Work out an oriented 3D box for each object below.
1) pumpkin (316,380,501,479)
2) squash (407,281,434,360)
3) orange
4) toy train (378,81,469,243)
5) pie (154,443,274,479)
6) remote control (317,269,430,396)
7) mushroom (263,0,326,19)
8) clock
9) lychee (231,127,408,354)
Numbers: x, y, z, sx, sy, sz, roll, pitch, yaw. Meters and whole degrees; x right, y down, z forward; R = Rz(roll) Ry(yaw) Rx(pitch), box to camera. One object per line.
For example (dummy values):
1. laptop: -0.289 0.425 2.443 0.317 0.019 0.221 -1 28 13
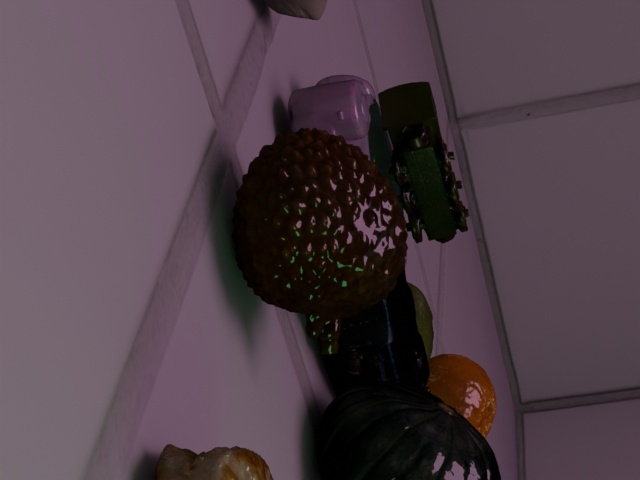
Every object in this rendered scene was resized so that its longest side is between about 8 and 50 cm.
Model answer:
1. pumpkin: 0.095 0.283 1.606 0.250 0.216 0.250 50 1 -1
2. squash: 0.112 0.123 1.963 0.370 0.118 0.118 -58 138 -74
3. orange: 0.198 0.266 2.115 0.177 0.155 0.177 -52 160 -27
4. toy train: 0.144 -0.099 1.824 0.225 0.090 0.137 69 12 -48
5. pie: -0.082 0.255 1.063 0.205 0.084 0.178 61 24 -61
6. remote control: 0.047 0.094 1.639 0.398 0.145 0.062 71 16 -47
7. mushroom: -0.051 -0.350 1.642 0.212 0.088 0.097 54 19 -51
8. clock: 0.044 -0.078 1.809 0.322 0.113 0.295 -48 128 -75
9. lychee: 0.000 0.000 1.390 0.200 0.200 0.238 19 63 -76
